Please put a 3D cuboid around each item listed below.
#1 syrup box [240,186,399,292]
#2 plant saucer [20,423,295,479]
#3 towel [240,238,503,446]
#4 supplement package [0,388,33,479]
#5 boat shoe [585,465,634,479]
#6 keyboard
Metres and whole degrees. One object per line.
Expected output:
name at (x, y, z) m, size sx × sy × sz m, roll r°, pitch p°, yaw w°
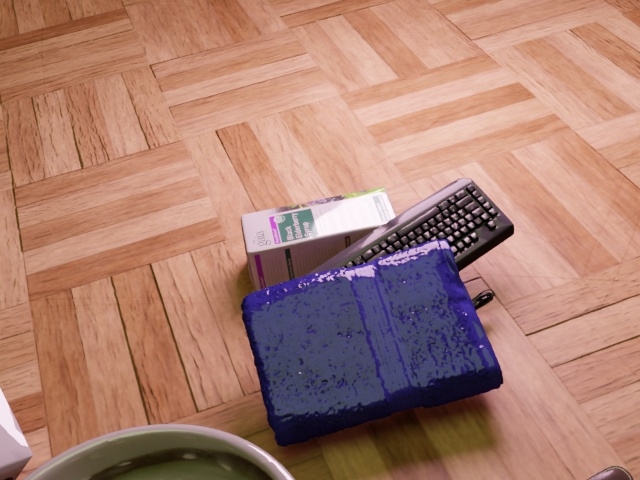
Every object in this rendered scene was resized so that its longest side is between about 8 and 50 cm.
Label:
syrup box at (0.000, 0.000, 1.334) m, size 0.237 × 0.096 × 0.093 m, roll -11°, pitch 41°, yaw -5°
plant saucer at (-0.192, 0.381, 0.914) m, size 0.400 × 0.100 × 0.400 m, roll -4°, pitch 38°, yaw 3°
towel at (0.062, 0.137, 1.141) m, size 0.308 × 0.076 × 0.228 m, roll -14°, pitch 59°, yaw -4°
supplement package at (-0.510, 0.236, 0.981) m, size 0.262 × 0.145 × 0.204 m, roll -12°, pitch 60°, yaw -47°
boat shoe at (0.295, 0.310, 0.952) m, size 0.183 × 0.066 × 0.066 m, roll -35°, pitch 48°, yaw -28°
keyboard at (0.147, 0.051, 1.229) m, size 0.317 × 0.033 × 0.201 m, roll -33°, pitch 70°, yaw -12°
